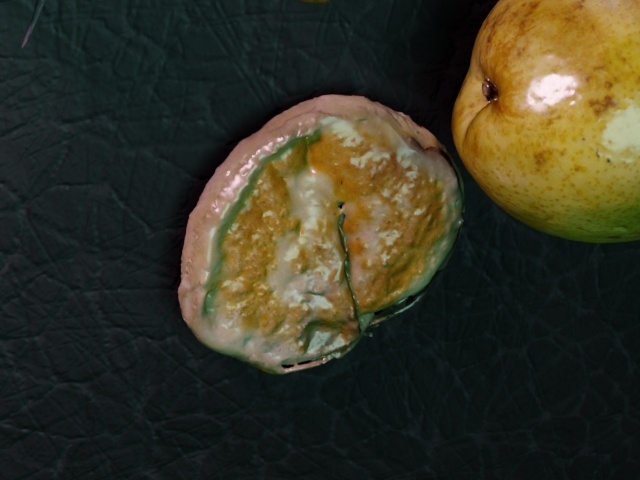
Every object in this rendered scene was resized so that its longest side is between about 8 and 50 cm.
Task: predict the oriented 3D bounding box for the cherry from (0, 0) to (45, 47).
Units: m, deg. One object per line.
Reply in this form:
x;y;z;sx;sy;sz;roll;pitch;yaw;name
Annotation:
-0.272;-0.310;1.368;0.213;0.183;0.266;-48;117;-13;cherry

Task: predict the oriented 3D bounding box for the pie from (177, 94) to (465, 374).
0.000;0.000;1.775;0.339;0.077;0.339;-12;125;-18;pie

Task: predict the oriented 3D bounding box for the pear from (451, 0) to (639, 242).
0.281;-0.136;1.703;0.303;0.304;0.304;-13;124;-21;pear

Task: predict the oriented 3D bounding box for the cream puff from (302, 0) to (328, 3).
0.000;-0.291;1.577;0.133;0.104;0.119;-27;96;-20;cream puff
